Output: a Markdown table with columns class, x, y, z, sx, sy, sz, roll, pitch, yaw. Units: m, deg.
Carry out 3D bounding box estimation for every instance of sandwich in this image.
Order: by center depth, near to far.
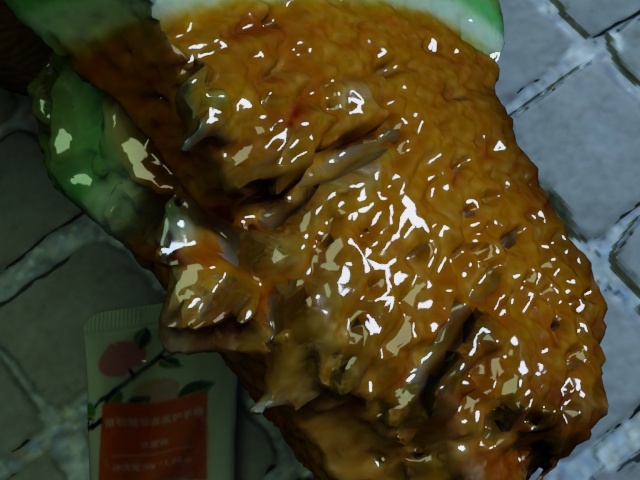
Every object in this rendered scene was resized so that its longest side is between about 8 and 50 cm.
| class | x | y | z | sx | sy | sz | roll | pitch | yaw |
| --- | --- | --- | --- | --- | --- | --- | --- | --- | --- |
| sandwich | 0.000 | 0.000 | 0.629 | 0.162 | 0.250 | 0.301 | -28 | 81 | 39 |

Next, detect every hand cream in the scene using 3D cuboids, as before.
| class | x | y | z | sx | sy | sz | roll | pitch | yaw |
| --- | --- | --- | --- | --- | --- | --- | --- | --- | --- |
| hand cream | -0.068 | 0.126 | 0.641 | 0.080 | 0.050 | 0.234 | -9 | 56 | 6 |

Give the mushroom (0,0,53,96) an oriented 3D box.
| class | x | y | z | sx | sy | sz | roll | pitch | yaw |
| --- | --- | --- | --- | --- | --- | --- | --- | --- | --- |
| mushroom | -0.201 | -0.225 | 0.669 | 0.345 | 0.345 | 0.239 | 22 | 83 | 16 |
